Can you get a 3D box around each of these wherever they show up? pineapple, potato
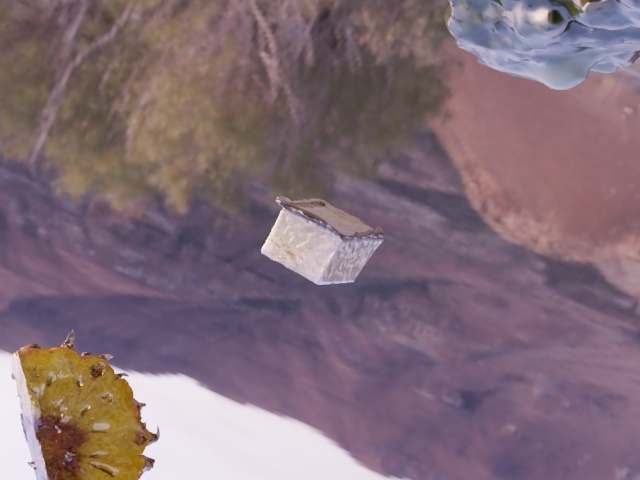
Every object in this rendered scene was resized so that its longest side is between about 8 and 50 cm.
[{"bbox_3d":[-0.227,0.206,1.293,0.135,0.233,0.079,-8,168,-29],"label":"pineapple"},{"bbox_3d":[-0.001,0.000,1.137,0.086,0.061,0.122,27,-171,15],"label":"potato"}]

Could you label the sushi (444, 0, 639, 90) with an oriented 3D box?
[{"bbox_3d":[0.137,-0.218,0.575,0.178,0.294,0.352,-2,-171,23],"label":"sushi"}]
